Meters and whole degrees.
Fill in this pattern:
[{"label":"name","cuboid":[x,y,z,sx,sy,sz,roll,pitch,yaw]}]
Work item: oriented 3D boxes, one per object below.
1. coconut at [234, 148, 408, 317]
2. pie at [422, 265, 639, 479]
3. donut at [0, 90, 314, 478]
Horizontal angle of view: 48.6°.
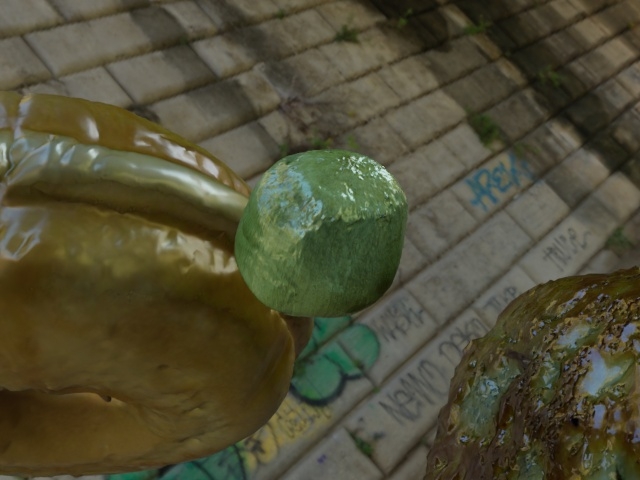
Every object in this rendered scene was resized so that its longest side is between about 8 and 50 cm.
[{"label":"coconut","cuboid":[0.000,0.000,0.363,0.088,0.088,0.096,-33,-28,-37]},{"label":"pie","cuboid":[0.196,0.150,0.556,0.288,0.103,0.354,-58,11,0]},{"label":"donut","cuboid":[-0.217,0.064,0.573,0.448,0.198,0.449,-7,-31,-4]}]
